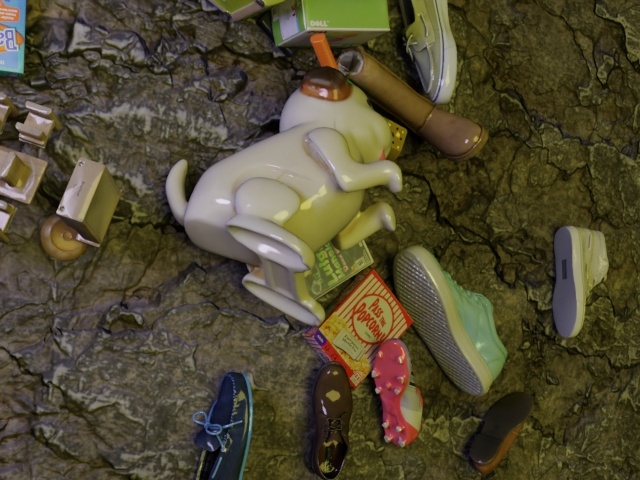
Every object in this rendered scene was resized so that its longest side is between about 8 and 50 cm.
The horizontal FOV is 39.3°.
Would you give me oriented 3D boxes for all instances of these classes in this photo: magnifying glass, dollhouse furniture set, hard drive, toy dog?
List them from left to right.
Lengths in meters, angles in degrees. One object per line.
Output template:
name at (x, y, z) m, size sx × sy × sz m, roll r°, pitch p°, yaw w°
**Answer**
dollhouse furniture set at (-0.463, -0.091, 1.443) m, size 0.242 × 0.161 × 0.212 m, roll 19°, pitch 76°, yaw 1°
hard drive at (-0.052, -0.436, 1.746) m, size 0.094 × 0.022 × 0.135 m, roll 46°, pitch 67°, yaw -20°
toy dog at (-0.032, -0.110, 1.616) m, size 0.408 × 0.395 × 0.284 m, roll -54°, pitch 149°, yaw -24°
magnifying glass at (0.030, -0.302, 1.704) m, size 0.231 × 0.092 × 0.026 m, roll 60°, pitch 34°, yaw -51°

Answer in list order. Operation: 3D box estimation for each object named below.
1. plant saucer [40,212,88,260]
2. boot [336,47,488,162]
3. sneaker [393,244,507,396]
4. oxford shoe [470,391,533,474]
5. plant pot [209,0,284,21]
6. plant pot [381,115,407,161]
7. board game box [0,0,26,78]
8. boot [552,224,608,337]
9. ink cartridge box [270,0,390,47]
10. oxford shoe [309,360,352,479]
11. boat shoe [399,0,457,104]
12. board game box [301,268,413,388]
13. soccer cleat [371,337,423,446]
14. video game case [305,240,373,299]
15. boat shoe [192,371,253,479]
plant saucer at (-0.429, -0.008, 1.512) m, size 0.083 × 0.015 × 0.083 m, roll 2°, pitch 86°, yaw -30°
boot at (0.172, -0.266, 1.757) m, size 0.269 × 0.236 × 0.089 m, roll 33°, pitch 88°, yaw -27°
sneaker at (0.275, 0.141, 1.854) m, size 0.150 × 0.135 × 0.366 m, roll -43°, pitch 117°, yaw -32°
oxford shoe at (0.393, 0.416, 1.943) m, size 0.212 × 0.076 × 0.076 m, roll -45°, pitch 139°, yaw -26°
plant pot at (-0.131, -0.529, 1.597) m, size 0.227 × 0.228 × 0.207 m, roll 37°, pitch 76°, yaw -23°
plant pot at (0.127, -0.205, 1.802) m, size 0.081 × 0.083 × 0.081 m, roll 24°, pitch 77°, yaw -27°
board game box at (-0.559, -0.377, 1.439) m, size 0.160 × 0.047 × 0.210 m, roll 2°, pitch 87°, yaw -30°
boot at (0.607, 0.096, 2.053) m, size 0.123 × 0.095 × 0.258 m, roll 5°, pitch 84°, yaw -23°
ink cartridge box at (0.048, -0.430, 1.642) m, size 0.189 × 0.255 × 0.097 m, roll -7°, pitch 91°, yaw -30°
oxford shoe at (0.028, 0.344, 1.692) m, size 0.083 × 0.096 × 0.227 m, roll 0°, pitch 91°, yaw -10°
boat shoe at (0.214, -0.421, 1.853) m, size 0.094 × 0.109 × 0.302 m, roll -1°, pitch 71°, yaw -14°
board game box at (0.076, 0.173, 1.774) m, size 0.193 × 0.045 × 0.147 m, roll -47°, pitch 110°, yaw -23°
soccer cleat at (0.160, 0.294, 1.776) m, size 0.095 × 0.083 × 0.248 m, roll -33°, pitch 123°, yaw -47°
video game case at (0.000, 0.000, 1.754) m, size 0.173 × 0.022 × 0.190 m, roll -31°, pitch 103°, yaw -27°
boat shoe at (-0.179, 0.362, 1.586) m, size 0.089 × 0.109 × 0.258 m, roll 9°, pitch 81°, yaw -26°
